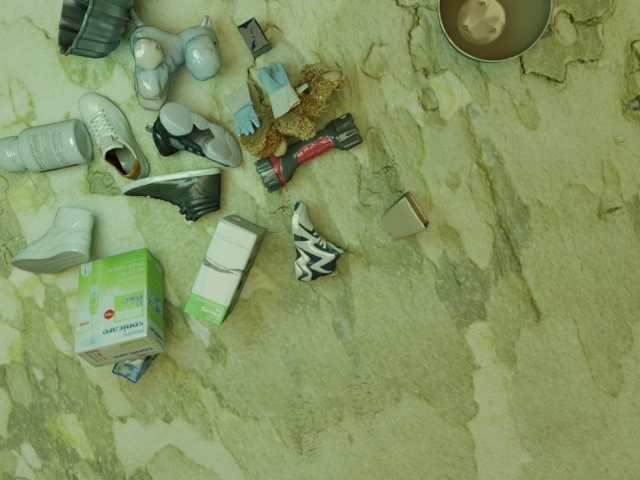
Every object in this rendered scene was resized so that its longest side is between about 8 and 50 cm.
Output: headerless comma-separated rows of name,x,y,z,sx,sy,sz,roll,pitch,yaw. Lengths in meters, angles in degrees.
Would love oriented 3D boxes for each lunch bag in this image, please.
lunch bag,-0.521,0.318,1.909,0.096,0.129,0.151,25,95,-5

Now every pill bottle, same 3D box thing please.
pill bottle,-0.780,-0.260,1.860,0.230,0.131,0.131,-10,95,4

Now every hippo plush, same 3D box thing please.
hippo plush,-0.393,-0.490,1.805,0.237,0.294,0.234,-8,135,-17

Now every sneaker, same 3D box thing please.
sneaker,-0.592,-0.299,1.853,0.106,0.123,0.290,-36,92,8
sneaker,-0.767,-0.006,1.911,0.293,0.108,0.169,-11,60,26
sneaker,-0.419,-0.117,1.871,0.296,0.104,0.146,-8,98,5
sneaker,0.000,0.000,1.868,0.153,0.094,0.234,-3,96,2
sneaker,-0.360,-0.276,1.856,0.269,0.153,0.101,33,54,-31

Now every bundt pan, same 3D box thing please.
bundt pan,-0.585,-0.631,1.746,0.124,0.331,0.330,13,98,-36

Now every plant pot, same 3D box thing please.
plant pot,0.233,-0.062,1.848,0.096,0.109,0.109,-33,94,18
plant pot,0.440,-0.601,1.733,0.284,0.191,0.283,0,97,2

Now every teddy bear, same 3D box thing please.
teddy bear,-0.063,-0.343,1.771,0.337,0.245,0.113,-57,134,-12

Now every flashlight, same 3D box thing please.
flashlight,-0.030,-0.241,1.843,0.304,0.103,0.103,-24,121,4

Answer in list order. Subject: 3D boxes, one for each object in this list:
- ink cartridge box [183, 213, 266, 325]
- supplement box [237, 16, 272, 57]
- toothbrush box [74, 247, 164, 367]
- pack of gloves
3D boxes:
ink cartridge box,-0.262,0.077,1.836,0.115,0.198,0.272,23,97,0
supplement box,-0.182,-0.561,1.822,0.056,0.083,0.083,-28,94,5
toothbrush box,-0.554,0.185,1.829,0.206,0.122,0.283,-13,57,6
pack of gloves,-0.173,-0.392,1.774,0.195,0.232,0.046,-33,136,10
